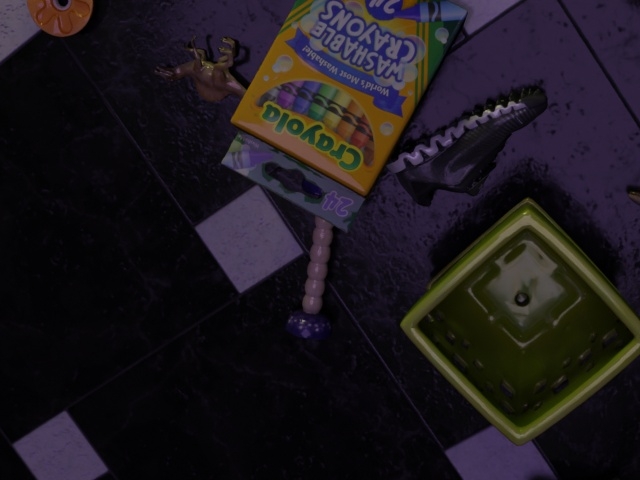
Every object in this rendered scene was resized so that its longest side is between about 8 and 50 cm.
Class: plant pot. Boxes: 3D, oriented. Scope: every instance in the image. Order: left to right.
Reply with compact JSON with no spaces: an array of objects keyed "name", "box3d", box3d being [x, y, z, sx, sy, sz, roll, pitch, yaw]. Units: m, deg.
[{"name":"plant pot","box3d":[0.265,0.089,1.296,0.227,0.207,0.228,46,107,-2]}]

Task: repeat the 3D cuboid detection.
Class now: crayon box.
[{"name":"crayon box","box3d":[0.026,-0.198,1.296,0.203,0.083,0.323,29,92,4]}]

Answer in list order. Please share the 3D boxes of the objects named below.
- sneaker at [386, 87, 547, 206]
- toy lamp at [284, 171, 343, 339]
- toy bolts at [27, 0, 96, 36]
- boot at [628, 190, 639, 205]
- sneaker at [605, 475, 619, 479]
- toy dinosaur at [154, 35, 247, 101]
[{"name":"sneaker","box3d":[0.206,-0.118,1.329,0.234,0.078,0.106,-26,100,20]},{"name":"toy lamp","box3d":[0.000,0.000,1.398,0.080,0.080,0.275,12,105,9]},{"name":"toy bolts","box3d":[-0.329,-0.378,1.330,0.228,0.158,0.218,7,105,10]},{"name":"boot","box3d":[0.458,-0.012,1.319,0.118,0.042,0.087,15,108,8]},{"name":"sneaker","box3d":[0.397,0.369,1.418,0.192,0.064,0.086,25,100,5]},{"name":"toy dinosaur","box3d":[-0.141,-0.234,1.393,0.183,0.053,0.093,23,123,13]}]
